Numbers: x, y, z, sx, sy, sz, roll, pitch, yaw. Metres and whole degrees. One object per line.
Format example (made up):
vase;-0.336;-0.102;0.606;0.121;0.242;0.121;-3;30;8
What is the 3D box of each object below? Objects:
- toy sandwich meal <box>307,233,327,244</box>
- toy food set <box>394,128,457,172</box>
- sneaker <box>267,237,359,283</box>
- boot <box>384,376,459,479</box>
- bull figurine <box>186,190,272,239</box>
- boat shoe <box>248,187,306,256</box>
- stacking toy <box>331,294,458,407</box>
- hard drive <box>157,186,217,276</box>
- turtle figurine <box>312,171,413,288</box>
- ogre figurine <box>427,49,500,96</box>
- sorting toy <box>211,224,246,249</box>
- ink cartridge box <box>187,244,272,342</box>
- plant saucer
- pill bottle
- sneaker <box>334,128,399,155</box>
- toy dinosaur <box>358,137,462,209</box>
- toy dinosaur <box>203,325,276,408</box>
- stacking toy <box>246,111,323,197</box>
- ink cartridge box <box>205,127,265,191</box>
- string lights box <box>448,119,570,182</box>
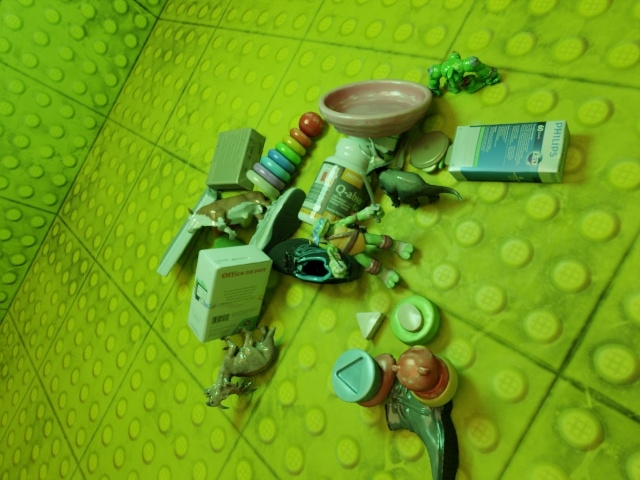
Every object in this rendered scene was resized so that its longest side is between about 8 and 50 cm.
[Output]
toy sandwich meal;0.000;0.000;1.306;0.086;0.086;0.029;19;112;39
toy food set;0.316;-0.256;1.243;0.192;0.038;0.132;7;72;47
sneaker;-0.051;0.061;1.311;0.341;0.140;0.125;4;96;39
boot;0.236;0.451;1.029;0.161;0.083;0.246;-18;57;35
bull figurine;-0.315;-0.090;1.506;0.310;0.101;0.188;-25;45;-20
boat shoe;-0.160;-0.046;1.460;0.103;0.118;0.320;39;106;39
stacking toy;0.159;0.264;1.065;0.309;0.130;0.279;-21;51;33
hard drive;-0.522;-0.046;1.694;0.353;0.047;0.233;-56;19;7
turtle figurine;0.118;0.015;1.116;0.275;0.266;0.197;-38;31;53
ogre figurine;0.389;-0.464;1.206;0.197;0.118;0.096;25;89;38
sorting toy;-0.353;0.045;1.589;0.126;0.127;0.365;-51;46;40
ink cartridge box;-0.290;0.163;1.362;0.117;0.201;0.278;38;122;39
plant saucer;0.161;-0.392;1.276;0.332;0.084;0.332;-4;36;3
pill bottle;0.058;-0.158;1.310;0.162;0.162;0.278;26;91;39
sneaker;0.132;-0.327;1.362;0.258;0.094;0.091;25;104;45
toy dinosaur;0.231;-0.149;1.182;0.313;0.160;0.121;39;99;38
toy dinosaur;-0.228;0.389;1.356;0.296;0.127;0.200;-31;65;9
stacking toy;-0.114;-0.317;1.517;0.330;0.141;0.141;-52;52;3
ink cartridge box;-0.338;-0.316;1.697;0.193;0.088;0.234;5;77;38
string lights box;0.472;-0.222;1.086;0.260;0.077;0.133;8;80;37
